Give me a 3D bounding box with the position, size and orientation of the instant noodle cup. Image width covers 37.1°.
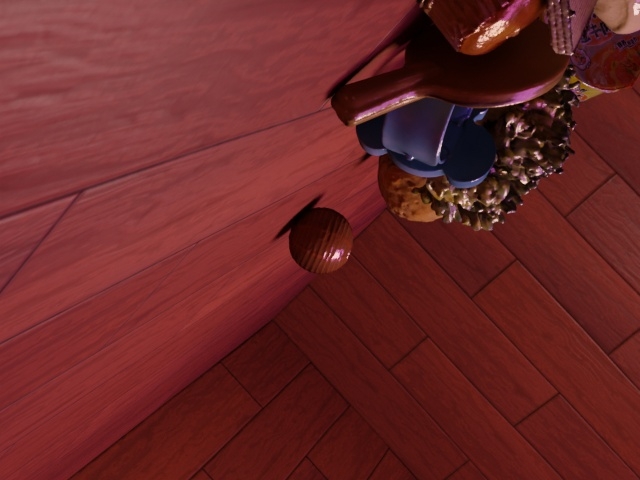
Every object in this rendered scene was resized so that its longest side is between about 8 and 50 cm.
[{"bbox_3d":[0.486,-0.384,1.925,0.264,0.264,0.200,-40,-175,-29],"label":"instant noodle cup"}]

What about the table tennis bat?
[{"bbox_3d":[0.160,-0.215,1.192,0.321,0.198,0.050,-23,136,-17],"label":"table tennis bat"}]

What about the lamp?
[{"bbox_3d":[0.000,0.000,1.891,0.136,0.136,0.136,-43,176,-4],"label":"lamp"}]

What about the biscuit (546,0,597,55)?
[{"bbox_3d":[0.276,-0.317,1.058,0.121,0.040,0.199,-63,149,-34],"label":"biscuit"}]

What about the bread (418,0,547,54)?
[{"bbox_3d":[0.202,-0.285,1.121,0.132,0.114,0.190,-43,171,31],"label":"bread"}]

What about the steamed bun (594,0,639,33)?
[{"bbox_3d":[0.523,-0.452,1.501,0.225,0.200,0.170,-30,-172,2],"label":"steamed bun"}]

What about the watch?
[{"bbox_3d":[0.162,-0.194,1.352,0.211,0.211,0.193,-41,157,-20],"label":"watch"}]

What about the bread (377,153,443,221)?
[{"bbox_3d":[0.218,-0.160,1.909,0.244,0.244,0.134,-42,138,-10],"label":"bread"}]

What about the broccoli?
[{"bbox_3d":[0.291,-0.187,1.671,0.272,0.324,0.334,-16,-174,-38],"label":"broccoli"}]
